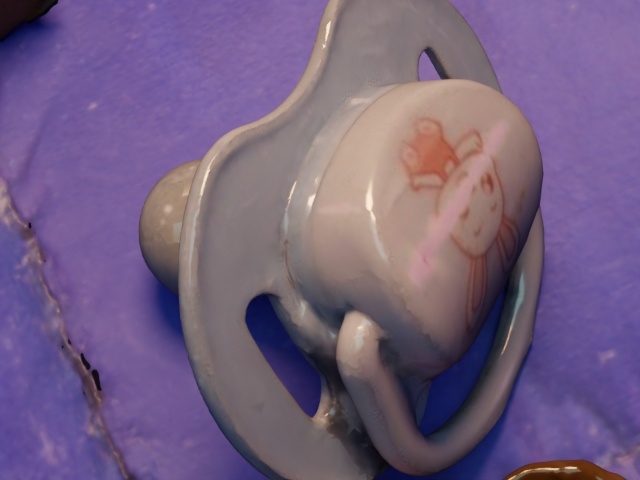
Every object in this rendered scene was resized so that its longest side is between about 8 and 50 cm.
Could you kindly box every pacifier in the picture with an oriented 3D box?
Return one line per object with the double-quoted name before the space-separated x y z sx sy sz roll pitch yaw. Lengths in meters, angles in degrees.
"pacifier" 0.000 0.000 0.682 0.226 0.238 0.287 3 48 40

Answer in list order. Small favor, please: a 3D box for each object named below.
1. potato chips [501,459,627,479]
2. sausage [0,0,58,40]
"potato chips" 0.159 0.206 0.642 0.202 0.049 0.150 27 71 19
"sausage" -0.299 -0.255 0.814 0.125 0.117 0.317 -28 68 -20
